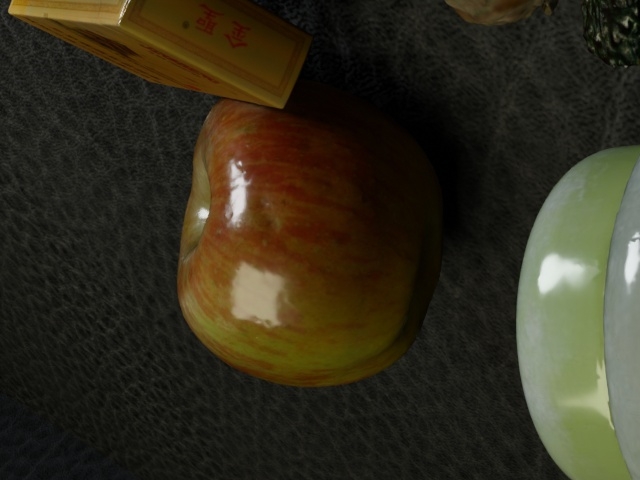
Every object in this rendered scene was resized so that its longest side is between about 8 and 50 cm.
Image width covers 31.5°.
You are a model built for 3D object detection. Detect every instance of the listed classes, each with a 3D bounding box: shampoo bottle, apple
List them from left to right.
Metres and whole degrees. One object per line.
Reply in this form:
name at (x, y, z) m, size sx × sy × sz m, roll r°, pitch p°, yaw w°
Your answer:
apple at (0.000, 0.000, 1.121) m, size 0.301 × 0.301 × 0.302 m, roll 29°, pitch 150°, yaw 18°
shampoo bottle at (0.317, 0.057, 0.761) m, size 0.317 × 0.322 × 0.322 m, roll -4°, pitch 130°, yaw 42°

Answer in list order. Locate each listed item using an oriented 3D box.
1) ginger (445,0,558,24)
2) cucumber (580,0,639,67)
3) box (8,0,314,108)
ginger at (0.019, -0.300, 0.738) m, size 0.375 × 0.176 × 0.256 m, roll 29°, pitch 132°, yaw 35°
cucumber at (0.198, -0.243, 0.739) m, size 0.067 × 0.067 × 0.294 m, roll 21°, pitch 146°, yaw 31°
box at (-0.153, -0.199, 1.036) m, size 0.174 × 0.076 × 0.274 m, roll 22°, pitch 179°, yaw -35°
